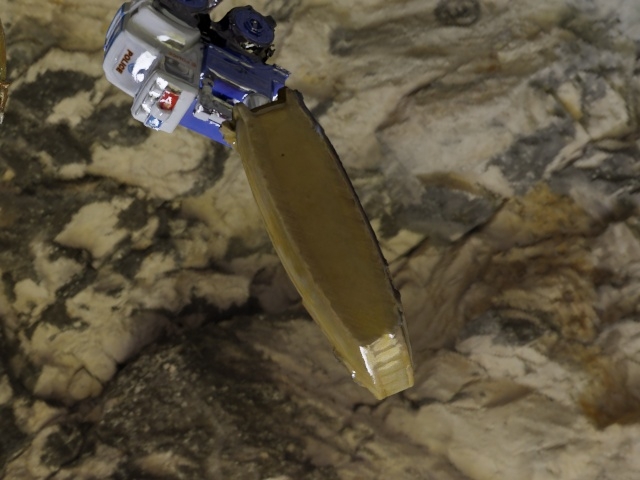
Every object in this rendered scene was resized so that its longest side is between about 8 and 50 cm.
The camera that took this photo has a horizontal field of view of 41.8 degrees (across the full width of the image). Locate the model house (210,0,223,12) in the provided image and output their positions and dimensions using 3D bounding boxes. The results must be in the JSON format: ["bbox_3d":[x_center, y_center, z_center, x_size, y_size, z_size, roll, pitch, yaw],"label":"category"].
[{"bbox_3d":[-0.217,-0.522,1.246,0.282,0.297,0.317,32,-143,-27],"label":"model house"}]

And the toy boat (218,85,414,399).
[{"bbox_3d":[0.000,0.000,0.797,0.089,0.121,0.321,-24,-106,-11],"label":"toy boat"}]

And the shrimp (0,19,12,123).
[{"bbox_3d":[-0.506,-0.269,1.259,0.062,0.294,0.154,-3,-129,-11],"label":"shrimp"}]

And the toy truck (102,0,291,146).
[{"bbox_3d":[-0.153,-0.194,1.004,0.213,0.161,0.177,21,-136,-24],"label":"toy truck"}]
